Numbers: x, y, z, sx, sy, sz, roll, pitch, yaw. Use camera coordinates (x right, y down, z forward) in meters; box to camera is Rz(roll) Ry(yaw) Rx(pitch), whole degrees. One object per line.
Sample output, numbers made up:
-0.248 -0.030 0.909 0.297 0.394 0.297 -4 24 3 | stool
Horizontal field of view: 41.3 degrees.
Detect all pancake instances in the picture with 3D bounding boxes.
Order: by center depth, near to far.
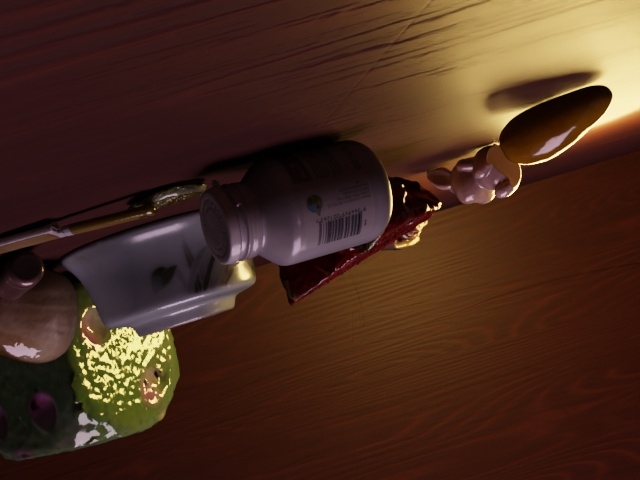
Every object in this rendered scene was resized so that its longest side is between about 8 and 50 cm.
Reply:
-0.191 -0.053 1.062 0.108 0.017 0.108 -20 180 0 | pancake

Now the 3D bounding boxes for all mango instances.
0.358 -0.175 1.295 0.184 0.085 0.102 -26 173 32 | mango

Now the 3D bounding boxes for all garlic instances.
-0.497 0.107 1.422 0.196 0.151 0.338 16 178 -7 | garlic

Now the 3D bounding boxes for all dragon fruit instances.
0.062 -0.053 1.360 0.317 0.152 0.205 -29 174 -36 | dragon fruit

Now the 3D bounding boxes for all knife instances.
-0.322 -0.012 1.016 0.256 0.022 0.046 -14 174 4 | knife

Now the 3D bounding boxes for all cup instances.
-0.248 0.063 1.446 0.347 0.163 0.347 -18 177 -1 | cup

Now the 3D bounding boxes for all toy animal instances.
0.310 -0.117 1.722 0.124 0.124 0.212 -15 173 -31 | toy animal

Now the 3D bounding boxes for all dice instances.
-0.503 0.253 1.725 0.322 0.330 0.318 -16 179 29 | dice

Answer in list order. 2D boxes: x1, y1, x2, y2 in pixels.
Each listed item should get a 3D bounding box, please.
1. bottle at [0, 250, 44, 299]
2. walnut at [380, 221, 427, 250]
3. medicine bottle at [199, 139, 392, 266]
-0.433 0.051 1.211 0.053 0.053 0.140 -15 177 -31 | bottle
0.152 -0.042 1.987 0.204 0.141 0.238 -14 176 23 | walnut
-0.033 -0.041 1.041 0.215 0.135 0.135 -15 176 -27 | medicine bottle
